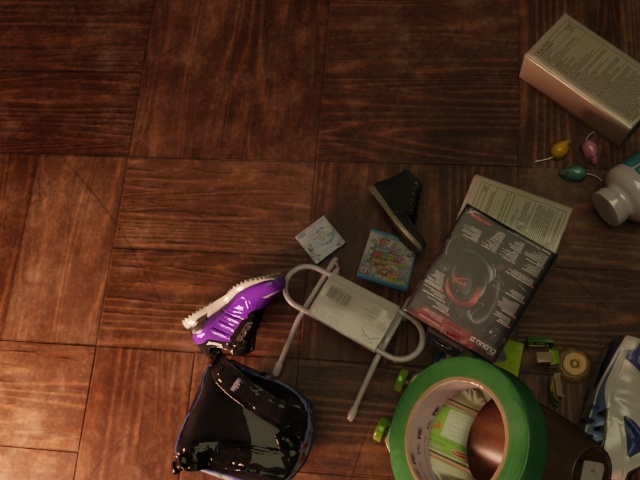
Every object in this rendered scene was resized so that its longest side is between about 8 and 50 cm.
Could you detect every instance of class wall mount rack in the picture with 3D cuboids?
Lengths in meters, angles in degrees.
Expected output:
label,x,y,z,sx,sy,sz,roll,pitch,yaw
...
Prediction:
label,x,y,z,sx,sy,sz,roll,pitch,yaw
wall mount rack,0.051,0.217,1.690,0.350,0.130,0.304,28,75,15

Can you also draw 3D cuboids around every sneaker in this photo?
label,x,y,z,sx,sy,sz,roll,pitch,yaw
sneaker,-0.175,0.184,1.707,0.293,0.102,0.146,-32,80,28
sneaker,0.212,-0.078,1.763,0.118,0.083,0.222,-30,59,-4
sneaker,0.655,0.372,1.570,0.182,0.127,0.316,21,83,9

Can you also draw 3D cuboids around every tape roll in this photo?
label,x,y,z,sx,sy,sz,roll,pitch,yaw
tape roll,0.283,0.394,1.463,0.321,0.077,0.321,-23,55,37

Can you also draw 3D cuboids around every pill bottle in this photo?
label,x,y,z,sx,sy,sz,roll,pitch,yaw
pill bottle,0.757,-0.138,1.694,0.264,0.146,0.146,-31,72,-3

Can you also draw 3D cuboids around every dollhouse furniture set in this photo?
label,x,y,z,sx,sy,sz,roll,pitch,yaw
dollhouse furniture set,0.491,0.287,1.634,0.058,0.076,0.152,-1,62,4

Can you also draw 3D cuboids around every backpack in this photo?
label,x,y,z,sx,sy,sz,roll,pitch,yaw
backpack,-0.145,0.407,1.607,0.263,0.213,0.277,17,82,20

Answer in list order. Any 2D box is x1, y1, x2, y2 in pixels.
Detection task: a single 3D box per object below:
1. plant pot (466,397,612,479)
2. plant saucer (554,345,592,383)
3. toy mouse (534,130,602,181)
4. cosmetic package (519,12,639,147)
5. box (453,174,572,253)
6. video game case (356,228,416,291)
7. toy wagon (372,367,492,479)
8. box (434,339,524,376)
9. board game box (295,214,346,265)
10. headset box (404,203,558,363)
label,x,y,z,sx,sy,sz,roll,pitch,yaw
plant pot,0.447,0.430,1.468,0.215,0.230,0.215,-1,92,-29
plant saucer,0.564,0.276,1.658,0.083,0.015,0.083,-2,72,6
toy mouse,0.626,-0.194,1.788,0.161,0.031,0.143,-39,72,-6
cosmetic package,0.658,-0.387,1.803,0.309,0.113,0.160,42,82,18
box,0.435,-0.031,1.711,0.232,0.127,0.149,22,79,13
video game case,0.158,0.043,1.729,0.119,0.015,0.166,16,41,5
toy wagon,0.252,0.445,1.618,0.267,0.068,0.344,22,77,14
box,0.354,0.250,1.653,0.178,0.042,0.109,16,40,12
board game box,0.000,0.000,1.813,0.090,0.020,0.090,-37,72,-5
headset box,0.326,0.104,1.575,0.218,0.110,0.293,30,88,9
